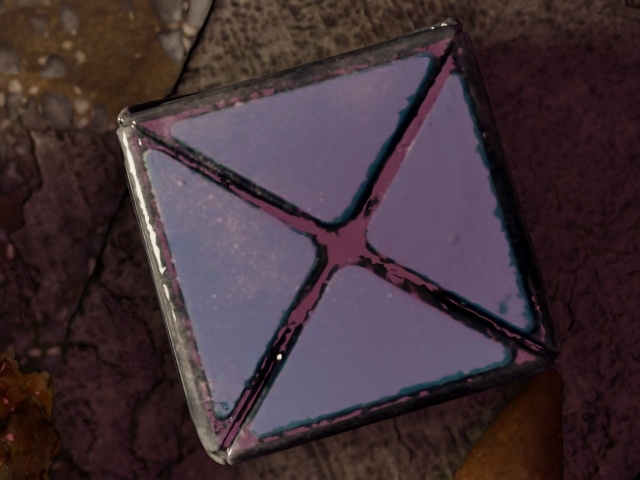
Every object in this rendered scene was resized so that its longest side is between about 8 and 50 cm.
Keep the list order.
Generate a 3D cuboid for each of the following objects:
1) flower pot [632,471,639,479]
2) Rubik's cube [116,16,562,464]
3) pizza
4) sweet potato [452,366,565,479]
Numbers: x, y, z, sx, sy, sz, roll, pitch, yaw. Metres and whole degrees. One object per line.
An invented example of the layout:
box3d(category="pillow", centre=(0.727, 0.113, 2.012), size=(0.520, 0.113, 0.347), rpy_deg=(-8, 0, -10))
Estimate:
box3d(category="flower pot", centre=(0.336, 0.257, 1.533), size=(0.229, 0.108, 0.103), rpy_deg=(42, 85, -5))
box3d(category="Rubik's cube", centre=(0.000, 0.000, 1.428), size=(0.259, 0.255, 0.260), rpy_deg=(-19, 90, -7))
box3d(category="pizza", centre=(-0.230, 0.154, 1.434), size=(0.069, 0.194, 0.154), rpy_deg=(9, 85, 9))
box3d(category="sweet potato", centre=(0.138, 0.260, 1.507), size=(0.131, 0.131, 0.336), rpy_deg=(19, 89, -5))
